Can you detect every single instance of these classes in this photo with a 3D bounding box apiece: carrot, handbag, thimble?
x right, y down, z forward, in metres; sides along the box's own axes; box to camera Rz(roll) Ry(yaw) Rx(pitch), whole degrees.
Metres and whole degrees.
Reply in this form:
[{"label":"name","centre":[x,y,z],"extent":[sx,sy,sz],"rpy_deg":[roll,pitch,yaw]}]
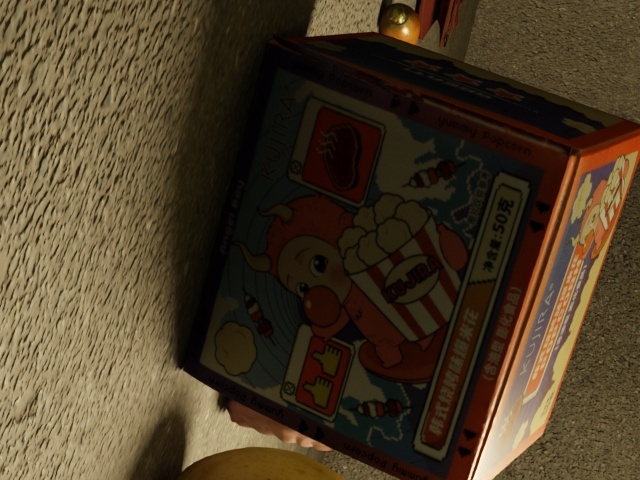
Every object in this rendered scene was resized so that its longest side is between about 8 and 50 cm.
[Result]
[{"label":"carrot","centre":[0.110,-0.281,2.143],"extent":[0.271,0.062,0.066],"rpy_deg":[98,-22,-75]},{"label":"handbag","centre":[0.238,-0.501,2.490],"extent":[0.275,0.084,0.260],"rpy_deg":[97,12,-61]},{"label":"thimble","centre":[-0.024,0.180,1.767],"extent":[0.189,0.163,0.125],"rpy_deg":[41,65,-83]}]

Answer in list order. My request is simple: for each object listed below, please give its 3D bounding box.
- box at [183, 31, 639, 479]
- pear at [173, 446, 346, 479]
[{"label":"box","centre":[0.087,0.009,1.403],"extent":[0.257,0.318,0.349],"rpy_deg":[-18,128,-61]},{"label":"pear","centre":[-0.051,0.368,1.508],"extent":[0.309,0.309,0.309],"rpy_deg":[18,90,-84]}]
